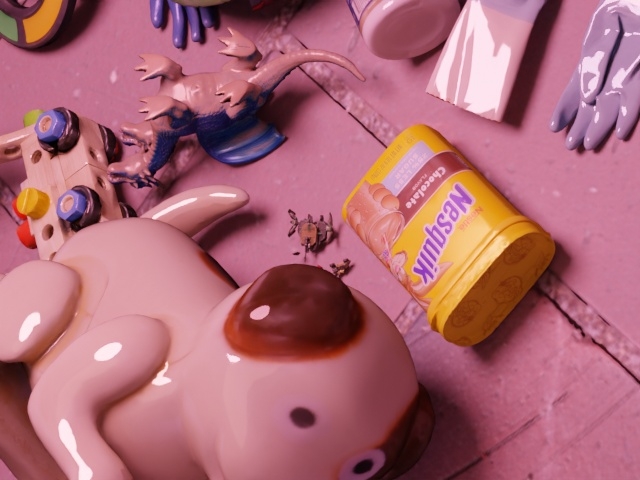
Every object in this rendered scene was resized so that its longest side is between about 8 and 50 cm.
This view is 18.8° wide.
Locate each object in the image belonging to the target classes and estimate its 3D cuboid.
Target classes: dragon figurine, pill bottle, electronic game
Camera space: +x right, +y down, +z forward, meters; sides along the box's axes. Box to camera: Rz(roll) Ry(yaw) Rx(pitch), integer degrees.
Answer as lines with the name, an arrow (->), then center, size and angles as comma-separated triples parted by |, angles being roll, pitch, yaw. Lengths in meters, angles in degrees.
dragon figurine -> -0.087, -0.130, 1.865 | 0.289, 0.144, 0.085 | -15, 65, 12
pill bottle -> 0.058, -0.258, 1.789 | 0.094, 0.094, 0.169 | -36, 57, 23
electronic game -> -0.326, -0.318, 2.068 | 0.229, 0.048, 0.229 | 24, 122, 45

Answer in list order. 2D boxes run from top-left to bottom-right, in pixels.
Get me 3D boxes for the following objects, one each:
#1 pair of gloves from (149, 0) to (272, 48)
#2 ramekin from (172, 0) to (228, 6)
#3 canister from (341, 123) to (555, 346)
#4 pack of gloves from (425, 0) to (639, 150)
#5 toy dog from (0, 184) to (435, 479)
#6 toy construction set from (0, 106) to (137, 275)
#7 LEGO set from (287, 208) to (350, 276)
pair of gloves -> -0.105, -0.292, 1.953 | 0.198, 0.023, 0.159 | -24, 73, 32
ramekin -> -0.108, -0.390, 1.846 | 0.303, 0.148, 0.303 | -25, 48, 32
canister -> 0.108, -0.008, 1.694 | 0.126, 0.073, 0.170 | -51, 52, 13
pack of gloves -> 0.224, -0.199, 1.696 | 0.195, 0.046, 0.232 | 26, 95, 27
toy dog -> -0.095, 0.132, 1.699 | 0.408, 0.284, 0.395 | 7, 44, 44
toy construction set -> -0.301, -0.016, 1.963 | 0.215, 0.151, 0.327 | -35, 70, 24
LEGO set -> -0.001, 0.002, 1.807 | 0.054, 0.023, 0.083 | -30, 74, 29
